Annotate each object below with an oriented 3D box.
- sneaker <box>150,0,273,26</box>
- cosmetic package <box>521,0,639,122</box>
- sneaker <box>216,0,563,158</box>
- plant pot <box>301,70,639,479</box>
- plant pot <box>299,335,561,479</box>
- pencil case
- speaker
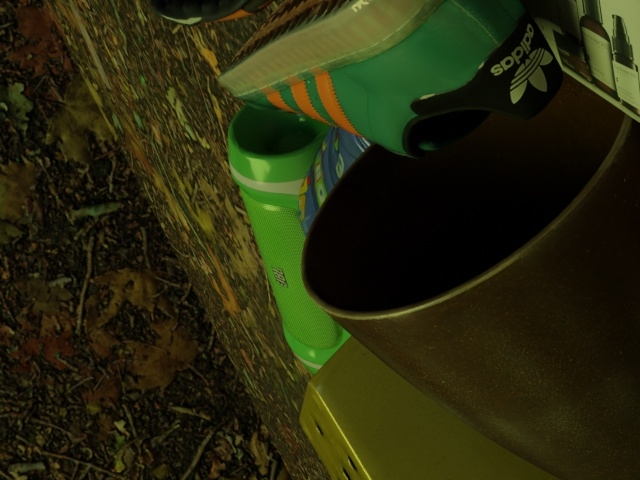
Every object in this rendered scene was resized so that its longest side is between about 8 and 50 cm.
[{"bbox_3d":[-0.080,-0.261,1.011,0.321,0.180,0.124,43,157,52],"label":"sneaker"},{"bbox_3d":[0.119,-0.159,0.751,0.239,0.060,0.099,46,159,47],"label":"cosmetic package"},{"bbox_3d":[0.031,-0.098,0.807,0.121,0.108,0.302,43,169,-15],"label":"sneaker"},{"bbox_3d":[0.141,0.042,0.821,0.230,0.215,0.215,51,172,-25],"label":"plant pot"},{"bbox_3d":[0.099,0.148,1.150,0.212,0.187,0.212,58,166,15],"label":"plant pot"},{"bbox_3d":[0.055,-0.063,1.038,0.306,0.119,0.133,113,146,-73],"label":"pencil case"},{"bbox_3d":[0.000,0.000,1.350,0.131,0.131,0.296,47,160,46],"label":"speaker"}]
